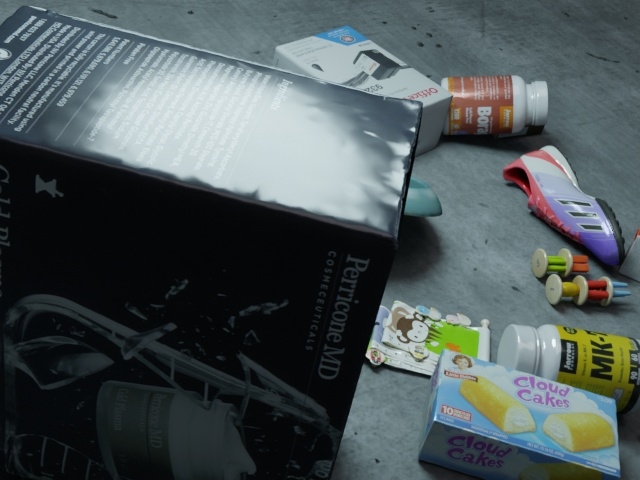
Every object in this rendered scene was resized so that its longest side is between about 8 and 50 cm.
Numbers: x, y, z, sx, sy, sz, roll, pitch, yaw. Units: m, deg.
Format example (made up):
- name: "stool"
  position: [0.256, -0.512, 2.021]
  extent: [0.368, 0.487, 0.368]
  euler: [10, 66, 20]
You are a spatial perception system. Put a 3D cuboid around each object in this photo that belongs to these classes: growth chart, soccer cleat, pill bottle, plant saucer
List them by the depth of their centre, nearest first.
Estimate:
- name: "pill bottle"
  position: [0.383, 0.193, 1.500]
  extent: [0.208, 0.119, 0.119]
  euler: [9, 38, -7]
- name: "growth chart"
  position: [0.161, 0.155, 1.552]
  extent: [0.237, 0.021, 0.172]
  euler: [11, 37, -7]
- name: "plant saucer"
  position: [0.064, -0.106, 1.719]
  extent: [0.317, 0.044, 0.317]
  euler: [13, 12, -3]
- name: "soccer cleat"
  position: [0.463, -0.057, 1.872]
  extent: [0.116, 0.109, 0.318]
  euler: [-19, 47, -9]
- name: "pill bottle"
  position: [0.358, -0.281, 2.043]
  extent: [0.216, 0.121, 0.121]
  euler: [-1, 37, 7]

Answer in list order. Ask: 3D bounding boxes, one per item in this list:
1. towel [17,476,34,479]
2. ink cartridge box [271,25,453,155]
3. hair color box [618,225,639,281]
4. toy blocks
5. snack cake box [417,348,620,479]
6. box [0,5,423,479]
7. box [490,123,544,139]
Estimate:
- name: "towel"
  position: [-0.208, 0.291, 1.241]
  extent: [0.324, 0.056, 0.312]
  euler: [7, 35, -7]
- name: "ink cartridge box"
  position: [0.077, -0.292, 1.996]
  extent: [0.307, 0.129, 0.223]
  euler: [39, 43, 27]
- name: "hair color box"
  position: [0.642, 0.047, 1.793]
  extent: [0.167, 0.093, 0.053]
  euler: [25, 39, 12]
- name: "toy blocks"
  position: [0.463, 0.064, 1.740]
  extent: [0.148, 0.054, 0.123]
  euler: [2, 40, -16]
- name: "snack cake box"
  position: [0.281, 0.267, 1.396]
  extent: [0.264, 0.089, 0.152]
  euler: [16, 38, 1]
- name: "box"
  position: [-0.173, 0.048, 1.127]
  extent: [0.471, 0.480, 0.297]
  euler: [13, 36, 1]
- name: "box"
  position: [0.380, -0.306, 2.196]
  extent: [0.136, 0.036, 0.225]
  euler: [-11, 43, -29]
